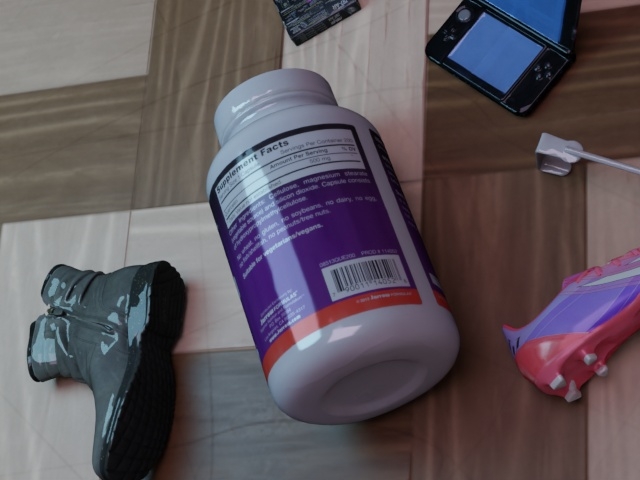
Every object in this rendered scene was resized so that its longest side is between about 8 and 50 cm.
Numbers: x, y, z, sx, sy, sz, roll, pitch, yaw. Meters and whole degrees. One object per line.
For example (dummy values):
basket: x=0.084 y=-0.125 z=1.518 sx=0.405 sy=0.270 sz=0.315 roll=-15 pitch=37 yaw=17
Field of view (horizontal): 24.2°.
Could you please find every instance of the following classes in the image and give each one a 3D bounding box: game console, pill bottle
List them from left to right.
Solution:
pill bottle: x=0.000 y=0.000 z=1.419 sx=0.181 sy=0.181 sz=0.323 roll=-26 pitch=60 yaw=12
game console: x=0.178 y=-0.216 z=1.486 sx=0.144 sy=0.085 sz=0.124 roll=38 pitch=87 yaw=32

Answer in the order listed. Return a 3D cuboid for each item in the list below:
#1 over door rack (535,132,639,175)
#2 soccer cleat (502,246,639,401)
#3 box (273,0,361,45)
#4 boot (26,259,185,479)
over door rack: x=0.370 y=-0.150 z=1.362 sx=0.324 sy=0.108 sz=0.239 roll=16 pitch=75 yaw=28
soccer cleat: x=0.276 y=0.041 z=1.342 sx=0.248 sy=0.083 sz=0.095 roll=-40 pitch=54 yaw=7
box: x=-0.005 y=-0.260 z=1.623 sx=0.083 sy=0.018 sz=0.067 roll=-30 pitch=60 yaw=10
boot: x=-0.232 y=0.136 z=1.534 sx=0.161 sy=0.083 sz=0.246 roll=-7 pitch=61 yaw=29
